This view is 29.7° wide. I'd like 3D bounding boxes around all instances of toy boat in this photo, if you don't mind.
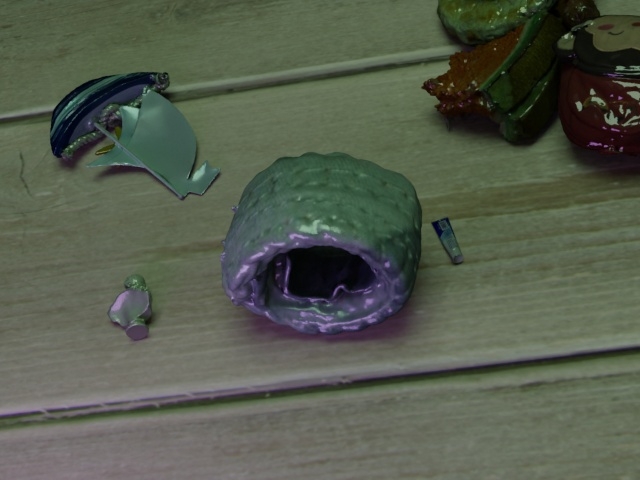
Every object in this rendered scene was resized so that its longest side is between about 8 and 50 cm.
[{"bbox_3d":[-0.264,-0.155,1.792,0.220,0.067,0.291,-40,54,-22],"label":"toy boat"}]

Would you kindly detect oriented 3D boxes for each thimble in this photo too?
[{"bbox_3d":[0.000,0.000,1.486,0.250,0.205,0.172,-6,47,16],"label":"thimble"}]

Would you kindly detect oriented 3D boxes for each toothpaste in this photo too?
[{"bbox_3d":[0.168,-0.002,1.577,0.024,0.015,0.083,-19,42,-2],"label":"toothpaste"}]

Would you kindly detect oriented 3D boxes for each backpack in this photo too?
[{"bbox_3d":[0.413,-0.201,1.603,0.229,0.139,0.229,-12,48,13],"label":"backpack"}]

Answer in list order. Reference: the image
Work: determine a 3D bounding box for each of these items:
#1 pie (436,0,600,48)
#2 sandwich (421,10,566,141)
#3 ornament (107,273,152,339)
[{"bbox_3d":[0.301,-0.390,1.832,0.257,0.105,0.274,-3,47,23],"label":"pie"},{"bbox_3d":[0.256,-0.230,1.706,0.160,0.109,0.185,6,50,45],"label":"sandwich"},{"bbox_3d":[-0.245,0.084,1.586,0.068,0.041,0.092,-9,55,38],"label":"ornament"}]
